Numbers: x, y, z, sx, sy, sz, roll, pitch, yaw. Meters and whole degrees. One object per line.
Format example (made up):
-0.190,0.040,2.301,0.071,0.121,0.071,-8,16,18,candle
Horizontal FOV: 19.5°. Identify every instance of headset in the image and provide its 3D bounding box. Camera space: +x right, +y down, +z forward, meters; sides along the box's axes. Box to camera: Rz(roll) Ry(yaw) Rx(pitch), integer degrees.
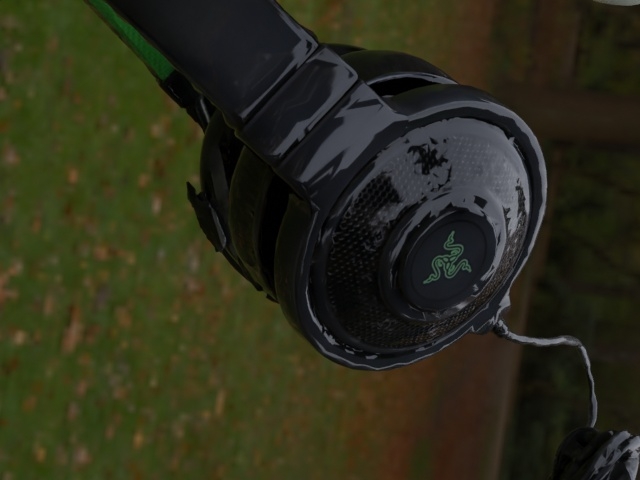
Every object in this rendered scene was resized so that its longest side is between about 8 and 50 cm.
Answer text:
0.000,0.000,0.850,0.185,0.394,0.243,-47,-165,-1,headset

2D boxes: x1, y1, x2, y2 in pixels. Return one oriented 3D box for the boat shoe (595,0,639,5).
0.128,-0.272,0.753,0.113,0.127,0.340,18,83,-69,boat shoe
